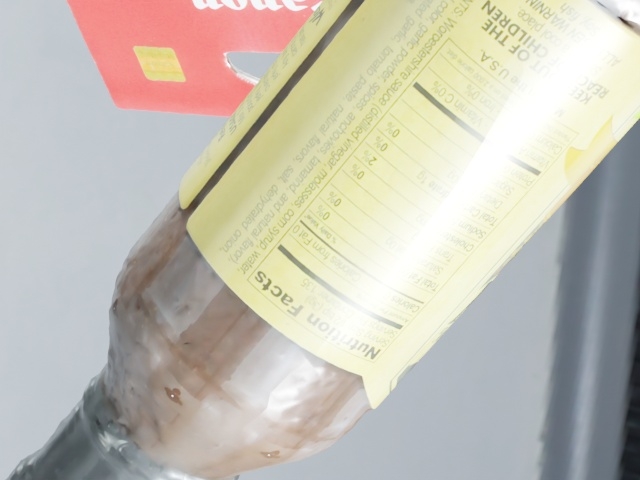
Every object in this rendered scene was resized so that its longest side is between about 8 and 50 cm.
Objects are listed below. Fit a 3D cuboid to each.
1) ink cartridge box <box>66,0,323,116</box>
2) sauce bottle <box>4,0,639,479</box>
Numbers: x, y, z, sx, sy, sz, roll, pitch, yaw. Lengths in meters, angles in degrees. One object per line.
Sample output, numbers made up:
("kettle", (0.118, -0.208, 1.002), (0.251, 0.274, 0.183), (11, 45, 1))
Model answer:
("ink cartridge box", (-0.051, -0.149, 0.905), (0.066, 0.296, 0.261), (-54, 137, -39))
("sauce bottle", (0.000, 0.000, 0.630), (0.111, 0.111, 0.344), (25, 117, -35))
